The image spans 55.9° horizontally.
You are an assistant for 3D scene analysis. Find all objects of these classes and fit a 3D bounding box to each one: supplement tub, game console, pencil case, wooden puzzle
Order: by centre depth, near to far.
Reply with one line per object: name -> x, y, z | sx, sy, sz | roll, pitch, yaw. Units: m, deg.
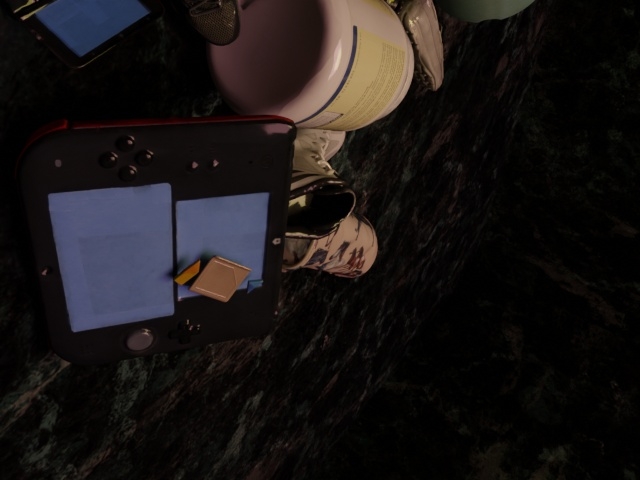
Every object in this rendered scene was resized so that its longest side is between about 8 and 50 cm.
game console -> -0.255, -0.278, 0.640 | 0.144, 0.085, 0.124 | -49, 153, -31
game console -> -0.210, 0.011, 0.833 | 0.341, 0.060, 0.387 | -4, 128, -18
wooden puzzle -> -0.145, 0.054, 0.865 | 0.078, 0.014, 0.116 | -43, 133, 15
supplement tub -> 0.001, -0.296, 0.963 | 0.324, 0.235, 0.236 | -13, 126, -60
pencil case -> 0.000, 0.000, 1.358 | 0.184, 0.160, 0.410 | -50, 158, 11

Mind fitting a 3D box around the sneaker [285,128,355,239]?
sneaker -> -0.024, -0.108, 1.074 | 0.447, 0.257, 0.169 | -35, 143, -48

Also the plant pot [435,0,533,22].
plant pot -> 0.301, -0.611, 1.115 | 0.341, 0.341, 0.334 | -61, 155, -6

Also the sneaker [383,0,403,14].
sneaker -> 0.117, -0.489, 1.202 | 0.170, 0.074, 0.063 | -7, 121, -62

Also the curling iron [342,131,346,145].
curling iron -> 0.037, -0.314, 1.267 | 0.068, 0.035, 0.274 | -44, 149, -30

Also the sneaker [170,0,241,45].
sneaker -> -0.158, -0.312, 0.733 | 0.228, 0.087, 0.130 | 71, 7, -54

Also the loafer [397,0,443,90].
loafer -> 0.253, -0.475, 1.453 | 0.111, 0.112, 0.319 | -53, 155, -4
